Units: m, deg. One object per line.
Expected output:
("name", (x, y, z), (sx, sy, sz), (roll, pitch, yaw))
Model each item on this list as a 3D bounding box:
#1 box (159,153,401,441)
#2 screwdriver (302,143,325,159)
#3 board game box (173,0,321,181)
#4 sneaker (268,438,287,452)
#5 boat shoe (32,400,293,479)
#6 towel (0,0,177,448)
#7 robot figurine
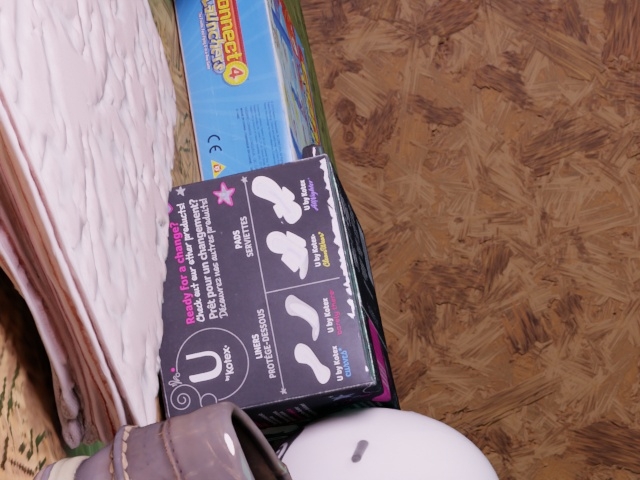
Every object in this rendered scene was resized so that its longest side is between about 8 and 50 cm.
("box", (-0.034, 0.053, 1.068), (0.247, 0.142, 0.163), (61, 17, -77))
("screwdriver", (0.000, 0.000, 1.302), (0.024, 0.025, 0.170), (8, 79, -85))
("board game box", (-0.055, -0.096, 1.455), (0.302, 0.086, 0.308), (57, 22, -75))
("sneaker", (-0.017, 0.179, 1.247), (0.112, 0.121, 0.299), (-1, 79, -55))
("boat shoe", (0.013, 0.218, 0.677), (0.355, 0.130, 0.132), (51, 14, -23))
("towel", (-0.140, -0.107, 0.755), (0.332, 0.053, 0.317), (-94, 172, -51))
("robot figurine", (0.030, 0.251, 0.998), (0.209, 0.174, 0.278), (-147, -120, -68))
